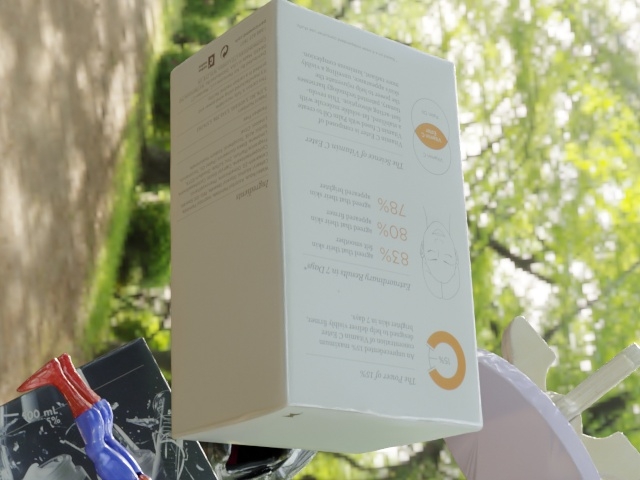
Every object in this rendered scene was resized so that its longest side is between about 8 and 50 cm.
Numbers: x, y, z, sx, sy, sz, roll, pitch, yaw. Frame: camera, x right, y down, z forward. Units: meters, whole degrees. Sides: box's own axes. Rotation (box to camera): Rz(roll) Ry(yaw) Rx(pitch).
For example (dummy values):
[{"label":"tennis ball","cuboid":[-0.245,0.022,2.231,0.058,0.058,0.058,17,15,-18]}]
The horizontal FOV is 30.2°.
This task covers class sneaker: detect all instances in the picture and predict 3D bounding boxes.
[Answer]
[{"label":"sneaker","cuboid":[-0.099,0.324,1.904,0.482,0.202,0.185,4,75,-64]}]

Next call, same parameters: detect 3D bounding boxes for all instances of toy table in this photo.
[{"label":"toy table","cuboid":[0.270,0.224,1.408,0.274,0.160,0.252,60,-39,7]}]

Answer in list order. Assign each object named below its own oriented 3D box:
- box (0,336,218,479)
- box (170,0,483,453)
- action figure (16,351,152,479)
[{"label":"box","cuboid":[-0.296,0.332,1.339,0.313,0.343,0.179,60,-31,5]},{"label":"box","cuboid":[0.000,0.000,1.044,0.168,0.215,0.345,-23,-118,47]},{"label":"action figure","cuboid":[-0.214,0.261,1.163,0.280,0.139,0.091,49,2,0]}]
